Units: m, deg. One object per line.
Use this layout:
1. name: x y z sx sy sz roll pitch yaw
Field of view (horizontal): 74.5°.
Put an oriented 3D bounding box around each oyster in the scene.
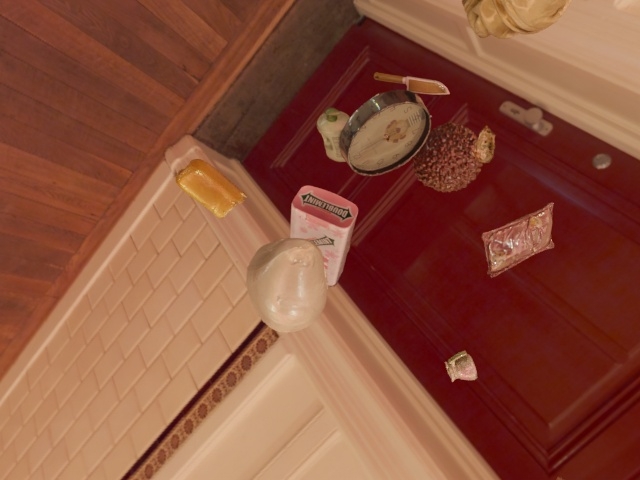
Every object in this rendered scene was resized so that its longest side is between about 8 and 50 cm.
1. oyster: 0.557 -0.322 1.422 0.132 0.086 0.029 -54 -179 -11

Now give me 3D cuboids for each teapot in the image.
1. teapot: 0.338 0.305 1.021 0.064 0.064 0.083 -17 117 5

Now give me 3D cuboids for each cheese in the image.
1. cheese: -0.070 0.095 0.872 0.154 0.198 0.189 -22 98 -29

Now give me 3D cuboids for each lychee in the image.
1. lychee: 0.485 -0.317 1.620 0.264 0.300 0.264 -7 120 -12

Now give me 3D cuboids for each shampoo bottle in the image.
1. shampoo bottle: 0.053 -0.357 1.394 0.234 0.118 0.087 58 45 -66

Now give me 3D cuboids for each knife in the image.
1. knife: 0.278 -0.483 1.297 0.022 0.256 0.046 -44 143 -35

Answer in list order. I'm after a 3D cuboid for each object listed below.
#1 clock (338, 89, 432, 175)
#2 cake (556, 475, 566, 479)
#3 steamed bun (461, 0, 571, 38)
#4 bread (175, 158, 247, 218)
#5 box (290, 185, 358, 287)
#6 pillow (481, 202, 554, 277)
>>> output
1. clock: 0.212 -0.337 1.361 0.312 0.061 0.313 -18 148 -12
2. cake: 0.720 0.735 1.145 0.090 0.109 0.225 -55 166 -9
3. steamed bun: 0.494 -0.611 1.054 0.276 0.289 0.203 -10 122 -28
4. bread: -0.281 -0.139 1.084 0.173 0.134 0.085 38 101 -17
5. box: 0.000 0.000 1.349 0.112 0.190 0.370 -58 169 -30
6. pillow: 0.444 -0.002 0.942 0.185 0.043 0.118 -21 111 -6
